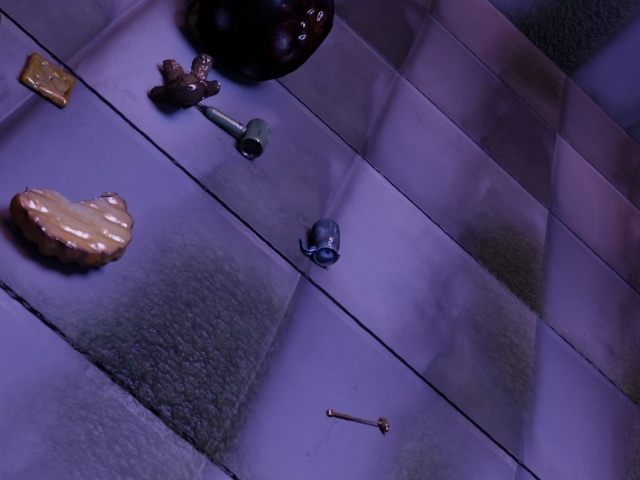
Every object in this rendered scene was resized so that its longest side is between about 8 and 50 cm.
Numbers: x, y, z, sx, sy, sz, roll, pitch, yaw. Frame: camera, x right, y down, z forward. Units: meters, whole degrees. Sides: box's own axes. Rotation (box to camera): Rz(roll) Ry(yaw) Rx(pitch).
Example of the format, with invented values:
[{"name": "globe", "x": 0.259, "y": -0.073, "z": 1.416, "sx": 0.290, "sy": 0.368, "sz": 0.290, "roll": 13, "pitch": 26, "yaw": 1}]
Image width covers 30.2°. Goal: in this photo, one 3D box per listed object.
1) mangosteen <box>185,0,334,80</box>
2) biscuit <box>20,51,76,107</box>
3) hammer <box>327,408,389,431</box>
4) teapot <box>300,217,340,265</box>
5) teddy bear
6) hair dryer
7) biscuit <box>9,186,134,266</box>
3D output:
[{"name": "mangosteen", "x": -0.117, "y": -0.436, "z": 2.227, "sx": 0.233, "sy": 0.287, "sz": 0.288, "roll": 38, "pitch": 28, "yaw": -35}, {"name": "biscuit", "x": -0.414, "y": -0.246, "z": 1.809, "sx": 0.081, "sy": 0.018, "sz": 0.083, "roll": 34, "pitch": 31, "yaw": -21}, {"name": "hammer", "x": 0.057, "y": 0.269, "z": 1.788, "sx": 0.123, "sy": 0.014, "sz": 0.029, "roll": 17, "pitch": 31, "yaw": -37}, {"name": "teapot", "x": 0.003, "y": -0.002, "z": 2.020, "sx": 0.063, "sy": 0.049, "sz": 0.083, "roll": 32, "pitch": 32, "yaw": -24}, {"name": "teddy bear", "x": -0.228, "y": -0.258, "z": 2.015, "sx": 0.119, "sy": 0.078, "sz": 0.160, "roll": -5, "pitch": 26, "yaw": -2}, {"name": "hair dryer", "x": -0.158, "y": -0.207, "z": 2.078, "sx": 0.150, "sy": 0.047, "sz": 0.071, "roll": 32, "pitch": 32, "yaw": -12}, {"name": "biscuit", "x": -0.329, "y": -0.011, "z": 1.582, "sx": 0.183, "sy": 0.061, "sz": 0.118, "roll": 8, "pitch": 48, "yaw": -46}]
